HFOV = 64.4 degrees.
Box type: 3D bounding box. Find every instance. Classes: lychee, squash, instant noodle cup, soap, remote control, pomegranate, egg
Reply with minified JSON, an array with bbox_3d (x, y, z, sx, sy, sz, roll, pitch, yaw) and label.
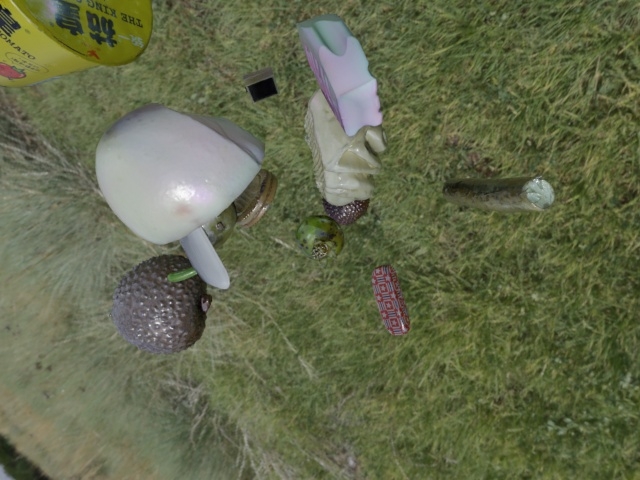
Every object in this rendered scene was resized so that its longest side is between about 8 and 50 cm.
[{"bbox_3d":[-0.457,0.180,1.484,0.300,0.300,0.300,25,141,23],"label":"lychee"},{"bbox_3d":[-0.330,0.081,1.233,0.089,0.027,0.027,-17,120,11],"label":"squash"},{"bbox_3d":[0.091,-0.154,1.894,0.188,0.188,0.188,25,141,23],"label":"lychee"},{"bbox_3d":[-0.494,-0.420,0.869,0.254,0.325,0.325,-11,120,28],"label":"instant noodle cup"},{"bbox_3d":[0.042,-0.440,1.279,0.193,0.109,0.324,70,179,-53],"label":"soap"},{"bbox_3d":[-0.293,-0.017,1.115,0.109,0.055,0.313,28,148,46],"label":"remote control"},{"bbox_3d":[0.008,-0.004,1.564,0.156,0.156,0.220,54,170,-15],"label":"pomegranate"},{"bbox_3d":[-0.243,-0.117,0.766,0.271,0.206,0.162,4,146,46],"label":"egg"}]

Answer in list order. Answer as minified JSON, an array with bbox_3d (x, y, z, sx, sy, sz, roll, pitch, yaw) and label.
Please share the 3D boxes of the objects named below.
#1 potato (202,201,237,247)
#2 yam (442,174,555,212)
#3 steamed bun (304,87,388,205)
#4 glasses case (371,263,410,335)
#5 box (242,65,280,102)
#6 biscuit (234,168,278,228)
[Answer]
[{"bbox_3d":[-0.406,-0.089,1.758,0.243,0.221,0.326,-62,33,21],"label":"potato"},{"bbox_3d":[0.398,-0.110,1.196,0.083,0.083,0.371,53,171,-14],"label":"yam"},{"bbox_3d":[0.088,-0.296,1.600,0.339,0.247,0.352,106,146,-77],"label":"steamed bun"},{"bbox_3d":[0.190,0.159,1.370,0.073,0.049,0.194,-13,94,43],"label":"glasses case"},{"bbox_3d":[-0.155,-0.402,1.315,0.079,0.083,0.035,68,-178,-70],"label":"box"},{"bbox_3d":[-0.252,-0.161,1.931,0.079,0.259,0.259,31,151,-28],"label":"biscuit"}]
